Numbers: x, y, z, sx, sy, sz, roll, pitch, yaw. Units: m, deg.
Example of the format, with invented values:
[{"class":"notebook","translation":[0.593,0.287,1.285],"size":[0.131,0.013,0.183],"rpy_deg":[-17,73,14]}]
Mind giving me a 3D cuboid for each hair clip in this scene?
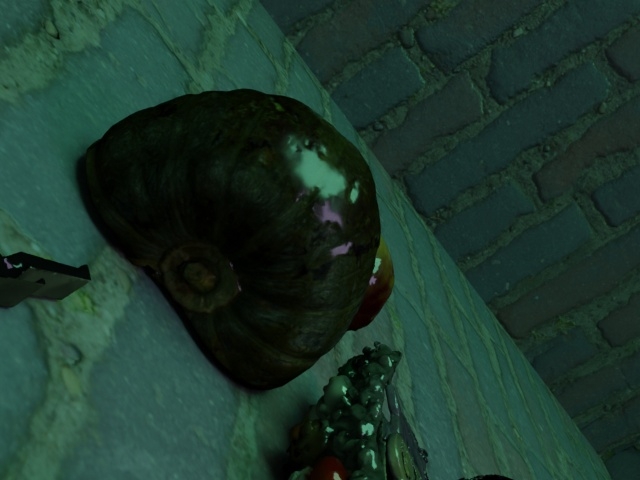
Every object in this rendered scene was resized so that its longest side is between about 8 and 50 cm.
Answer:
[{"class":"hair clip","translation":[0.099,0.273,1.015],"size":[0.187,0.056,0.146],"rpy_deg":[52,22,-26]},{"class":"hair clip","translation":[0.013,0.198,0.791],"size":[0.091,0.138,0.321],"rpy_deg":[25,19,-1]}]

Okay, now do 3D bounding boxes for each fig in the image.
[{"class":"fig","translation":[0.000,0.000,1.059],"size":[0.159,0.159,0.257],"rpy_deg":[42,26,-43]}]

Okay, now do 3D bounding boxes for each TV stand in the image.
[{"class":"TV stand","translation":[-0.240,0.011,0.513],"size":[0.042,0.036,0.249],"rpy_deg":[61,15,22]}]

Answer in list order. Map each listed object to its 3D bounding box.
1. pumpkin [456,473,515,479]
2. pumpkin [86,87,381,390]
[{"class":"pumpkin","translation":[0.184,0.348,0.792],"size":[0.163,0.233,0.233],"rpy_deg":[-21,72,-30]},{"class":"pumpkin","translation":[-0.054,-0.028,0.835],"size":[0.325,0.232,0.242],"rpy_deg":[55,12,-20]}]
